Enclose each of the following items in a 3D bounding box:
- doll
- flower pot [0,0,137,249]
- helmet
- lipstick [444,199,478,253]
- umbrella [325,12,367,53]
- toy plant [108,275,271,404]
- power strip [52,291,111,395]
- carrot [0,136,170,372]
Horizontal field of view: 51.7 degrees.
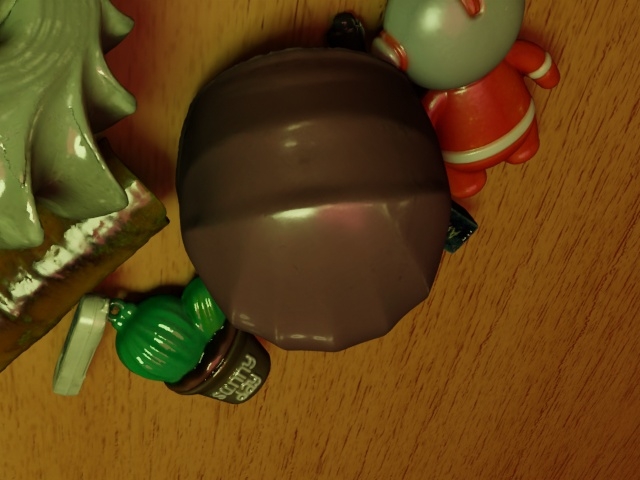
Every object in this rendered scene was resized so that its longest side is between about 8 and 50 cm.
[{"bbox_3d":[0.143,-0.179,0.669,0.200,0.105,0.336,-32,139,2],"label":"doll"},{"bbox_3d":[-0.299,-0.117,0.385,0.367,0.164,0.254,-2,90,-40],"label":"flower pot"},{"bbox_3d":[0.000,0.000,0.627,0.271,0.197,0.338,-7,136,-2],"label":"helmet"},{"bbox_3d":[0.057,-0.072,0.731,0.312,0.051,0.051,28,115,-35],"label":"lipstick"},{"bbox_3d":[0.033,-0.164,0.668,0.036,0.031,0.133,-22,130,-8],"label":"umbrella"},{"bbox_3d":[-0.146,0.108,0.746,0.143,0.105,0.200,-47,119,6],"label":"toy plant"},{"bbox_3d":[-0.258,0.115,0.707,0.030,0.047,0.191,14,136,-24],"label":"power strip"},{"bbox_3d":[-0.278,0.032,0.621,0.302,0.114,0.114,-39,131,3],"label":"carrot"}]
